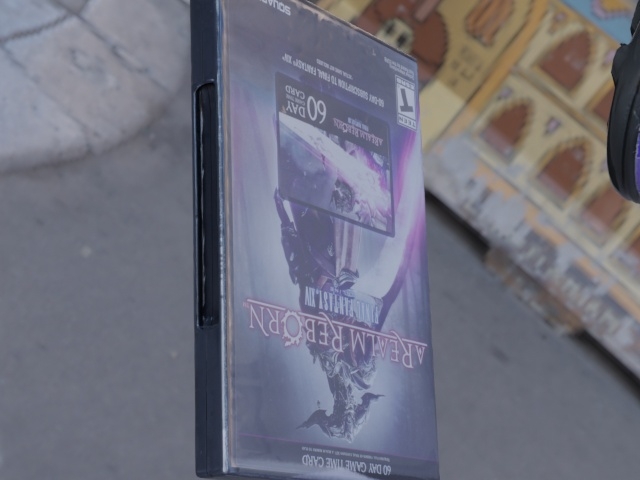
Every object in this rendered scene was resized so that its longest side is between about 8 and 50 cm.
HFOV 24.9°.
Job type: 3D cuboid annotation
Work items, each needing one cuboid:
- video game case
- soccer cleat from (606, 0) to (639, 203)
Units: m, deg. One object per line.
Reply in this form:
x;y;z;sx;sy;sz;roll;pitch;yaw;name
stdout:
0.000;0.000;0.807;0.196;0.026;0.274;18;64;-51;video game case
0.232;-0.103;0.571;0.116;0.109;0.318;31;51;31;soccer cleat
